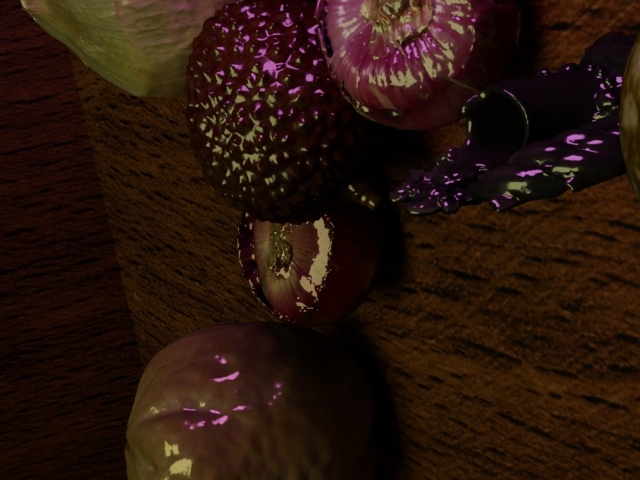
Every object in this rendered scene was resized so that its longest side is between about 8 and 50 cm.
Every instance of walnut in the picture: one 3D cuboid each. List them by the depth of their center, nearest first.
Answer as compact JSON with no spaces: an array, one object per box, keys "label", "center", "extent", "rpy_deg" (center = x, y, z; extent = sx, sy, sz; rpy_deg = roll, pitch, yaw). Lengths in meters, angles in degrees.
[{"label":"walnut","center":[-0.098,0.289,1.976],"extent":[0.381,0.381,0.381],"rpy_deg":[49,148,47]}]

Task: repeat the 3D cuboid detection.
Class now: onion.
[{"label":"onion","center":[0.112,-0.221,1.400],"extent":[0.230,0.163,0.230],"rpy_deg":[-7,78,33]},{"label":"onion","center":[-0.008,-0.003,1.821],"extent":[0.248,0.161,0.248],"rpy_deg":[35,136,43]}]

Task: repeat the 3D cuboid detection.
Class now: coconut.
[{"label":"coconut","center":[-0.219,-0.374,1.797],"extent":[0.404,0.404,0.404],"rpy_deg":[49,148,47]}]

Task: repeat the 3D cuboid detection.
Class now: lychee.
[{"label":"lychee","center":[-0.033,-0.148,1.614],"extent":[0.304,0.276,0.276],"rpy_deg":[51,153,13]}]

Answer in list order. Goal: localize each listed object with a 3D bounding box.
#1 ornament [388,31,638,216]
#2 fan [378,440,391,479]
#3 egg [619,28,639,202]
[{"label":"ornament","center":[0.197,-0.079,1.134],"extent":[0.251,0.260,0.106],"rpy_deg":[24,132,61]},{"label":"fan","center":[0.104,0.374,2.018],"extent":[0.113,0.005,0.175],"rpy_deg":[22,127,64]},{"label":"egg","center":[0.308,-0.081,0.884],"extent":[0.289,0.238,0.238],"rpy_deg":[-125,27,-62]}]
